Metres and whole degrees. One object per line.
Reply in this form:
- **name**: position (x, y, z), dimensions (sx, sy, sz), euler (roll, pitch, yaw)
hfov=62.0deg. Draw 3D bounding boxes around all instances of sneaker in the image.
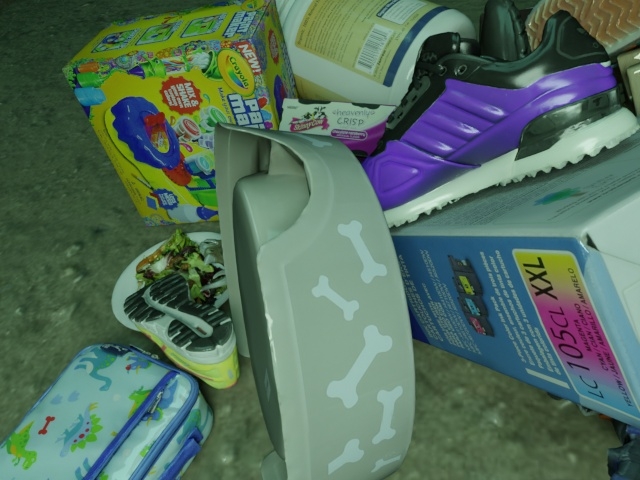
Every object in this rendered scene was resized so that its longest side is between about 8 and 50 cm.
- **sneaker**: position (0.390, -0.278, 0.620), dimensions (0.121, 0.108, 0.302), euler (-11, 4, -32)
- **sneaker**: position (0.213, -0.172, 0.713), dimensions (0.130, 0.286, 0.109), euler (5, 18, 22)
- **sneaker**: position (0.112, -0.111, 0.497), dimensions (0.293, 0.146, 0.102), euler (-19, 10, 32)
- **sneaker**: position (-0.164, 0.111, 0.632), dimensions (0.081, 0.094, 0.208), euler (-33, 36, -25)

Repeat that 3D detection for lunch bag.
- **lunch bag**: position (-0.228, 0.219, 0.550), dimensions (0.176, 0.090, 0.219), euler (16, 50, 27)

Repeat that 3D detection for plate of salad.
- **plate of salad**: position (-0.208, 0.047, 0.766), dimensions (0.200, 0.048, 0.199), euler (-8, 41, 7)

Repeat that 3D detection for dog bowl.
- **dog bowl**: position (-0.022, 0.063, 0.486), dimensions (0.102, 0.348, 0.348), euler (-9, 39, -13)

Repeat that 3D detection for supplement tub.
- **supplement tub**: position (0.074, -0.311, 0.901), dimensions (0.316, 0.228, 0.228), euler (33, 58, 26)

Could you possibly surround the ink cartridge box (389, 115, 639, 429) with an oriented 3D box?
- **ink cartridge box**: position (0.225, -0.004, 0.512), dimensions (0.270, 0.151, 0.395), euler (-27, 10, -15)

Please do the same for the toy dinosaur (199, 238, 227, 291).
- **toy dinosaur**: position (0.000, 0.000, 0.733), dimensions (0.314, 0.121, 0.160), euler (-8, 53, 0)

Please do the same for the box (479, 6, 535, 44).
- **box**: position (0.338, -0.252, 0.851), dimensions (0.169, 0.167, 0.203), euler (1, 43, 17)

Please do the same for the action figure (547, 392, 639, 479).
- **action figure**: position (0.319, 0.169, 0.390), dimensions (0.341, 0.178, 0.330), euler (-23, 33, -33)

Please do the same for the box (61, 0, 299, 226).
- **box**: position (-0.182, -0.195, 0.847), dimensions (0.279, 0.289, 0.177), euler (-5, 42, 12)

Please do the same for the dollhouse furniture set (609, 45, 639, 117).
- **dollhouse furniture set**: position (0.603, -0.213, 0.704), dimensions (0.394, 0.256, 0.362), euler (-15, 23, 26)

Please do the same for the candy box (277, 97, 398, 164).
- **candy box**: position (0.064, -0.127, 0.754), dimensions (0.159, 0.233, 0.071), euler (11, 88, 26)
